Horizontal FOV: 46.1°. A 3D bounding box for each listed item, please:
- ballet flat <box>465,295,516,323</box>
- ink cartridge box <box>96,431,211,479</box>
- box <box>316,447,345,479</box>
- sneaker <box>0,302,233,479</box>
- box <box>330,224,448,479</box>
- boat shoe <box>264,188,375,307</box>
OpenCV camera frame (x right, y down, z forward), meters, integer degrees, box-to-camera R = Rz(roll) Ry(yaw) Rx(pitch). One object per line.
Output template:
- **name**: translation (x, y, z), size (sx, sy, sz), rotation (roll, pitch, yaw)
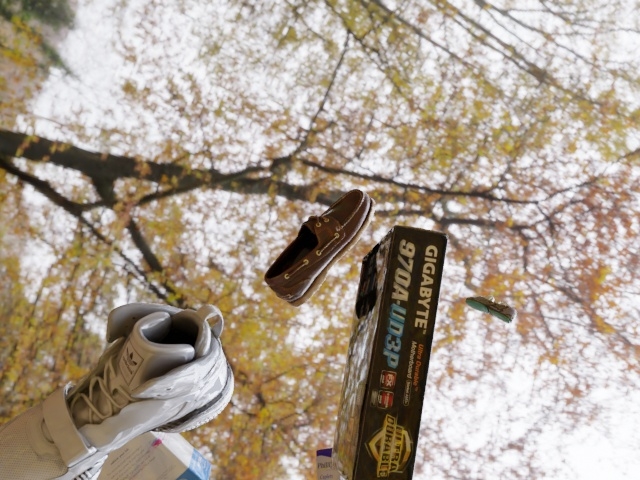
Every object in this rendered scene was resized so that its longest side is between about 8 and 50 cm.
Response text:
- **ballet flat**: translation (0.349, 0.133, 1.527), size (0.114, 0.041, 0.041), rotation (24, -86, 43)
- **ink cartridge box**: translation (-0.311, 0.357, 1.257), size (0.134, 0.231, 0.078), rotation (-42, -170, 6)
- **box**: translation (0.062, 0.506, 1.569), size (0.072, 0.126, 0.137), rotation (-25, -121, 44)
- **sneaker**: translation (-0.276, 0.194, 0.940), size (0.137, 0.366, 0.210), rotation (54, -28, 28)
- **box**: translation (0.058, 0.110, 0.690), size (0.175, 0.051, 0.220), rotation (116, -16, -77)
- **boat shoe**: translation (0.000, 0.000, 1.110), size (0.207, 0.073, 0.073), rotation (-53, -149, -13)
